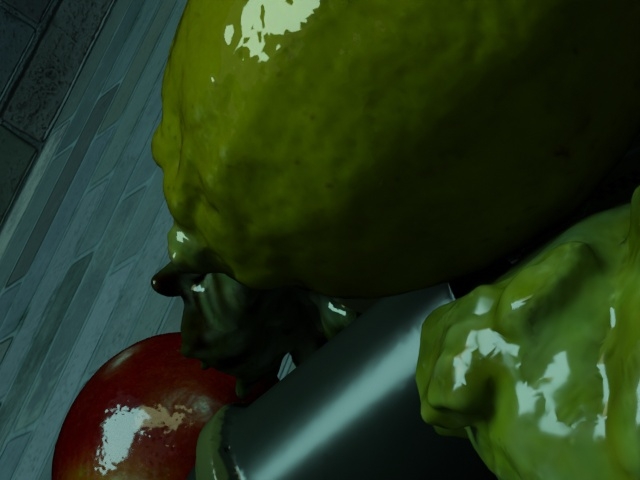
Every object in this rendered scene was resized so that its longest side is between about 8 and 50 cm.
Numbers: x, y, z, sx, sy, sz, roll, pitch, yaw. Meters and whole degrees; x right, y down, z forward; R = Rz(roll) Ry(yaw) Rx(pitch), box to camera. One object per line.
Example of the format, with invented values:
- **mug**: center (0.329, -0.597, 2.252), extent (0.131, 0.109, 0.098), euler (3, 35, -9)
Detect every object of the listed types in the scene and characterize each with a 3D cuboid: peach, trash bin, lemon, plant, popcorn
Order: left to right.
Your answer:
- **peach**: center (-0.123, 0.188, 1.712), extent (0.243, 0.199, 0.243), euler (-42, 24, 23)
- **plant**: center (-0.030, 0.009, 1.677), extent (0.180, 0.251, 0.333), euler (-25, 32, 13)
- **trash bin**: center (0.031, 0.168, 1.362), extent (0.334, 0.214, 0.214), euler (-45, 22, 22)
- **lemon**: center (0.057, -0.108, 1.145), extent (0.285, 0.285, 0.316), euler (4, 78, 68)
- **popcorn**: center (0.198, 0.099, 1.079), extent (0.235, 0.250, 0.242), euler (-19, -13, -44)

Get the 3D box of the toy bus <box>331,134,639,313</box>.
- **toy bus**: center (0.154, -0.055, 1.416), extent (0.365, 0.202, 0.177), euler (-27, 39, 44)
